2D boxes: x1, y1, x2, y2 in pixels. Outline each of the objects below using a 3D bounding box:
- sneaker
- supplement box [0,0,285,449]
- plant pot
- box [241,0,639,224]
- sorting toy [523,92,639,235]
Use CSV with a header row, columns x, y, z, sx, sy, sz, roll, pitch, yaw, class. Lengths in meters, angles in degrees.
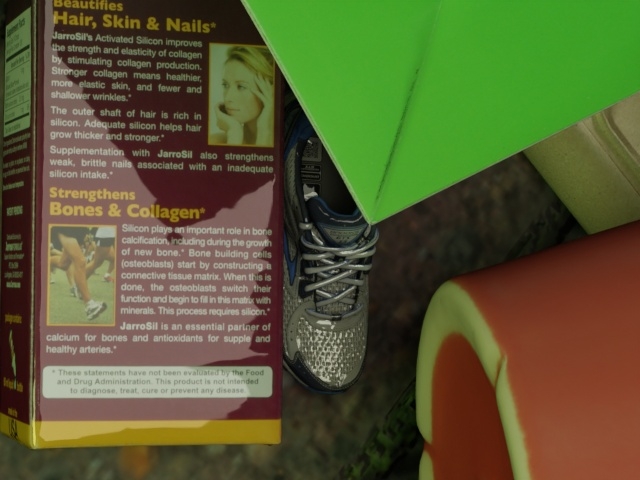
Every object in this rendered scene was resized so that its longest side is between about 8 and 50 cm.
x,y,z,sx,sy,sz,roll,pitch,yaw,class
0.000,0.000,0.834,0.052,0.058,0.135,-7,91,-19,sneaker
-0.074,-0.011,0.797,0.104,0.081,0.188,1,88,-19,supplement box
0.176,0.099,0.766,0.243,0.275,0.275,-6,91,-9,plant pot
0.102,-0.145,0.723,0.262,0.231,0.126,-27,104,8,box
0.132,-0.171,0.857,0.229,0.041,0.307,-37,101,11,sorting toy
